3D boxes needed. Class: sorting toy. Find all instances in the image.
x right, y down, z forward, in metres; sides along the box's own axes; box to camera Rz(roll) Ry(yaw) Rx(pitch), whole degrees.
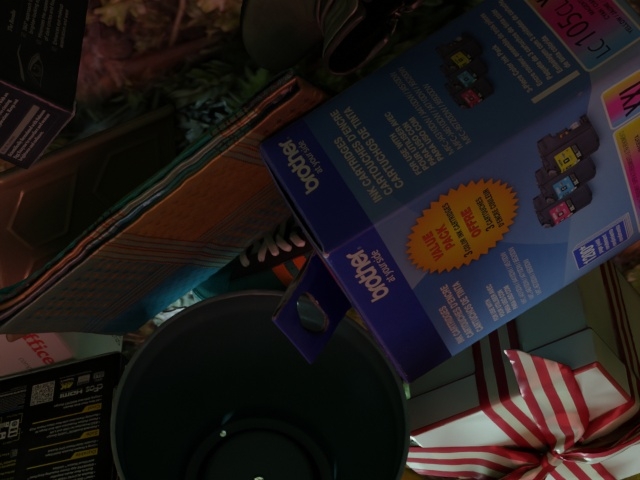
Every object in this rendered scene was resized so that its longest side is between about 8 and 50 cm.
[{"bbox_3d":[-0.274,-0.001,1.324,0.307,0.041,0.229,-26,142,-29],"label":"sorting toy"}]

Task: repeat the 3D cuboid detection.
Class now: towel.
[{"bbox_3d":[-0.116,-0.024,1.286,0.370,0.040,0.271,-37,164,15],"label":"towel"}]

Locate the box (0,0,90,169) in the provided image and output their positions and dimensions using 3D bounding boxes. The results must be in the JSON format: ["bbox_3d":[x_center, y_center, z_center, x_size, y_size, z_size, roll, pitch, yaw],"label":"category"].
[{"bbox_3d":[-0.295,-0.170,1.163,0.158,0.156,0.093,24,134,-27],"label":"box"}]

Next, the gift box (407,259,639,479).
[{"bbox_3d":[0.220,0.145,1.477,0.255,0.258,0.276,-30,133,27],"label":"gift box"}]

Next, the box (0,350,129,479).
[{"bbox_3d":[-0.346,0.269,1.411,0.322,0.257,0.079,-15,139,12],"label":"box"}]

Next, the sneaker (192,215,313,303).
[{"bbox_3d":[0.000,0.000,1.426,0.302,0.108,0.121,-9,127,8],"label":"sneaker"}]

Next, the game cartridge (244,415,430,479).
[{"bbox_3d":[0.043,0.300,1.630,0.324,0.052,0.285,28,162,10],"label":"game cartridge"}]

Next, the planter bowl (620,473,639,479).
[{"bbox_3d":[0.352,0.235,1.715,0.217,0.090,0.217,-2,139,-2],"label":"planter bowl"}]

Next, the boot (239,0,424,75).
[{"bbox_3d":[0.005,-0.197,1.142,0.083,0.161,0.246,22,134,-25],"label":"boot"}]

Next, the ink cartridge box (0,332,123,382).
[{"bbox_3d":[-0.396,0.119,1.521,0.283,0.117,0.207,-15,137,14],"label":"ink cartridge box"}]

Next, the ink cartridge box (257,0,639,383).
[{"bbox_3d":[0.125,-0.041,1.222,0.395,0.151,0.270,-31,144,2],"label":"ink cartridge box"}]

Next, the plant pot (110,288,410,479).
[{"bbox_3d":[-0.064,0.225,1.389,0.293,0.293,0.196,1,150,-4],"label":"plant pot"}]
